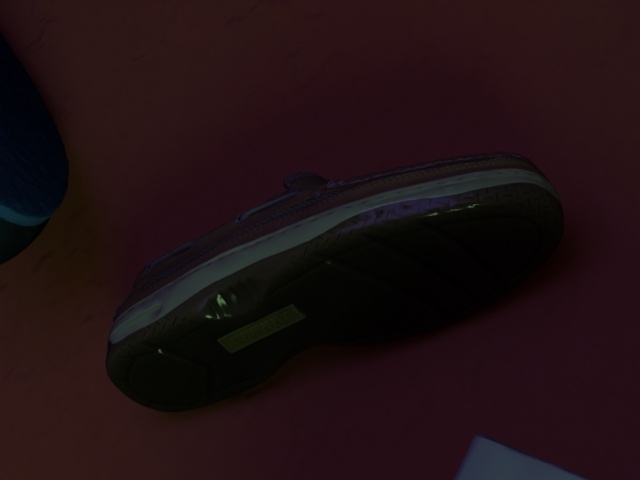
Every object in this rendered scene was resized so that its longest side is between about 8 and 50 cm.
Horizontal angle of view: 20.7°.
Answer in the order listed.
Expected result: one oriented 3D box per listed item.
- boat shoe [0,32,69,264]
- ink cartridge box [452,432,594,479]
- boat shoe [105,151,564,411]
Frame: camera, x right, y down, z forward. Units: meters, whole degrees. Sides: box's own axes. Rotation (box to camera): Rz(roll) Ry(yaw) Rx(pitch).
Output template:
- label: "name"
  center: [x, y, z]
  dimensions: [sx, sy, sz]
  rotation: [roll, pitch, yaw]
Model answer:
- label: "boat shoe"
  center: [-0.181, -0.055, 0.795]
  dimensions: [0.089, 0.109, 0.258]
  rotation: [-44, 33, 10]
- label: "ink cartridge box"
  center: [0.076, 0.169, 0.473]
  dimensions: [0.127, 0.128, 0.176]
  rotation: [20, 75, 37]
- label: "boat shoe"
  center: [0.000, 0.000, 0.664]
  dimensions: [0.190, 0.068, 0.072]
  rotation: [-19, 43, 20]
